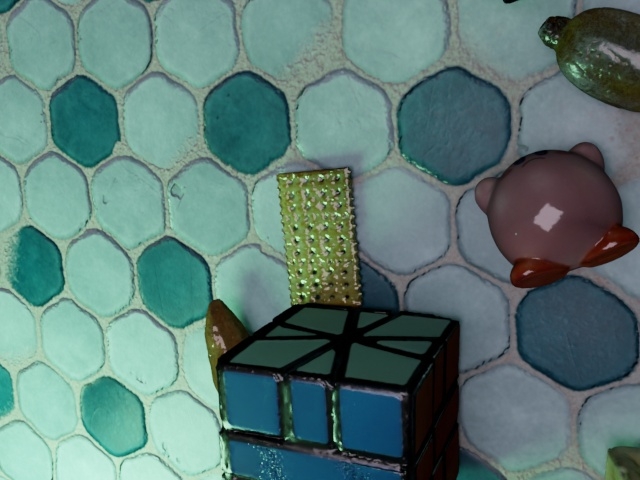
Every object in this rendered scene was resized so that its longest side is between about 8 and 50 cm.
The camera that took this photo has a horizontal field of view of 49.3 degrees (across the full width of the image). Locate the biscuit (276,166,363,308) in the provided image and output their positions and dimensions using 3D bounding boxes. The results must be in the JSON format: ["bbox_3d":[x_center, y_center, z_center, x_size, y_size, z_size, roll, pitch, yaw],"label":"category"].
[{"bbox_3d":[0.000,0.000,1.138,0.139,0.016,0.231,-3,99,25],"label":"biscuit"}]

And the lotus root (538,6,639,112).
[{"bbox_3d":[0.370,-0.237,0.889,0.192,0.088,0.113,31,117,17],"label":"lotus root"}]

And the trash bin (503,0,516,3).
[{"bbox_3d":[0.227,-0.462,0.840,0.277,0.217,0.262,-41,82,35],"label":"trash bin"}]

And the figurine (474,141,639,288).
[{"bbox_3d":[0.304,-0.038,0.912,0.173,0.173,0.173,5,101,24],"label":"figurine"}]

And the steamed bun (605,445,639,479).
[{"bbox_3d":[0.475,0.361,0.923,0.156,0.172,0.140,-6,108,7],"label":"steamed bun"}]

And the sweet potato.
[{"bbox_3d":[-0.147,0.223,1.203,0.097,0.097,0.251,-19,93,26],"label":"sweet potato"}]

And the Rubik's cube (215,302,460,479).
[{"bbox_3d":[0.039,0.268,1.016,0.289,0.293,0.283,3,102,25],"label":"Rubik's cube"}]
